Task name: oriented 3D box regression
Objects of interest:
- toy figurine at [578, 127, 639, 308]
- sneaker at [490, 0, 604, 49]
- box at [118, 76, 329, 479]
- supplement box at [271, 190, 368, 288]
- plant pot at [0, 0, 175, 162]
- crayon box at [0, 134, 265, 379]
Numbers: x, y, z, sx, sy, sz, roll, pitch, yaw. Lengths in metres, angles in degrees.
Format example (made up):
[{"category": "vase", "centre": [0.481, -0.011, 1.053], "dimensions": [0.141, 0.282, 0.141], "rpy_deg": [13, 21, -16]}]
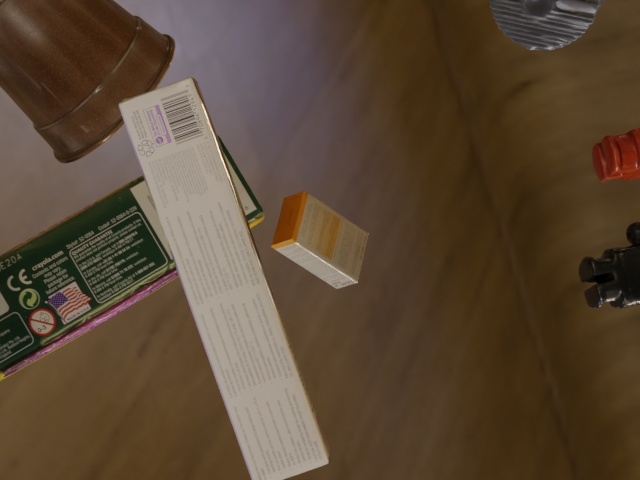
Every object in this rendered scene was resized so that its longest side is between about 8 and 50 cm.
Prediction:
[{"category": "toy figurine", "centre": [0.346, 0.005, 1.492], "dimensions": [0.209, 0.148, 0.213], "rpy_deg": [-123, -151, -56]}, {"category": "sneaker", "centre": [0.207, -0.306, 1.234], "dimensions": [0.131, 0.112, 0.319], "rpy_deg": [-50, 162, -71]}, {"category": "box", "centre": [-0.075, 0.032, 1.293], "dimensions": [0.063, 0.067, 0.324], "rpy_deg": [-84, 154, -87]}, {"category": "supplement box", "centre": [0.000, 0.000, 1.713], "dimensions": [0.098, 0.036, 0.062], "rpy_deg": [34, 56, -31]}, {"category": "plant pot", "centre": [-0.258, -0.190, 1.587], "dimensions": [0.165, 0.167, 0.167], "rpy_deg": [43, 40, -25]}, {"category": "crayon box", "centre": [-0.272, 0.050, 1.673], "dimensions": [0.363, 0.313, 0.106], "rpy_deg": [-32, 93, -25]}]
